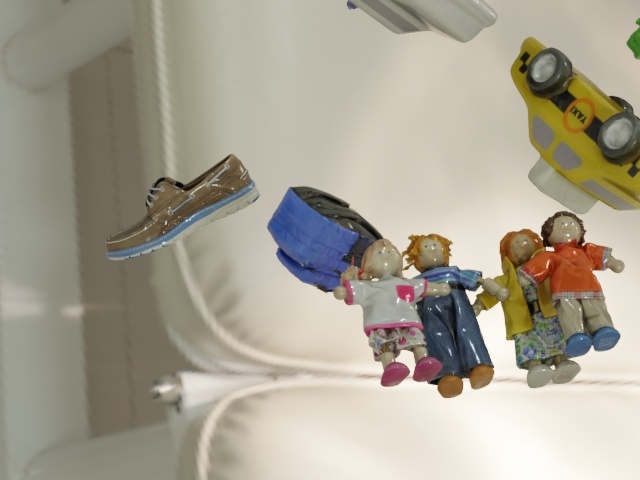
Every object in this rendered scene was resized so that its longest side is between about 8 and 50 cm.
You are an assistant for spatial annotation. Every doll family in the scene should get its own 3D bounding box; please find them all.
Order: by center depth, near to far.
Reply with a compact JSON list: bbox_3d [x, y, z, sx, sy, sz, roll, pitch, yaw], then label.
[{"bbox_3d":[0.142,0.057,1.421,0.263,0.118,0.163,-8,57,-4],"label":"doll family"}]

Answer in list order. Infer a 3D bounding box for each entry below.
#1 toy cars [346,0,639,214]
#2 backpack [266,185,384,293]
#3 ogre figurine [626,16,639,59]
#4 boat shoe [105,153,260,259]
[{"bbox_3d":[0.119,-0.130,1.147,0.393,0.087,0.176,40,12,5],"label":"toy cars"},{"bbox_3d":[0.000,0.000,1.751,0.120,0.098,0.101,26,98,-50],"label":"backpack"},{"bbox_3d":[0.333,-0.208,1.207,0.097,0.197,0.118,42,56,15],"label":"ogre figurine"},{"bbox_3d":[-0.163,-0.039,1.730,0.183,0.066,0.066,-27,104,-8],"label":"boat shoe"}]
